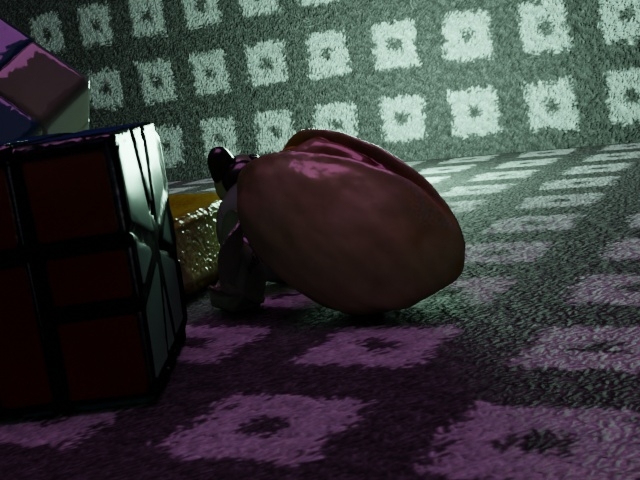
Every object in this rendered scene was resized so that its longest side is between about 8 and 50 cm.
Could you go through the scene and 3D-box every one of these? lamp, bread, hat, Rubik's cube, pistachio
[{"bbox_3d":[-0.080,-0.045,1.490,0.198,0.197,0.244,-12,48,-26],"label":"lamp"},{"bbox_3d":[-0.314,0.013,1.567,0.324,0.143,0.333,-3,10,16],"label":"bread"},{"bbox_3d":[-0.116,0.032,1.314,0.081,0.166,0.122,2,31,-6],"label":"hat"},{"bbox_3d":[-0.605,-0.151,1.504,0.347,0.346,0.344,-54,-4,-28],"label":"Rubik's cube"},{"bbox_3d":[0.045,-0.022,1.227,0.309,0.230,0.230,34,25,18],"label":"pistachio"},{"bbox_3d":[-0.317,0.025,1.060,0.283,0.293,0.288,-5,8,-1],"label":"Rubik's cube"}]
